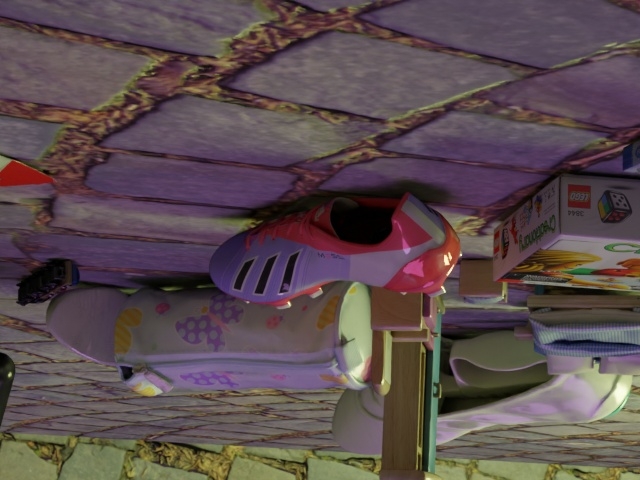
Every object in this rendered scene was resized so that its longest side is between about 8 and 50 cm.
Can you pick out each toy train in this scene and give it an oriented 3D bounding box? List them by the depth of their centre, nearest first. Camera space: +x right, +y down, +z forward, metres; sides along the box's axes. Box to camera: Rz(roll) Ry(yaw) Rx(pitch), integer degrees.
[{"bbox_3d":[-0.270,0.044,1.848,0.036,0.027,0.158,3,169,-22],"label":"toy train"}]

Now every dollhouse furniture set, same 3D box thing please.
[{"bbox_3d":[0.212,0.138,1.793,0.303,0.198,0.286,0,168,9],"label":"dollhouse furniture set"}]

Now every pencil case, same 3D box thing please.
[{"bbox_3d":[-0.071,0.097,1.849,0.273,0.113,0.124,-4,-171,25],"label":"pencil case"}]

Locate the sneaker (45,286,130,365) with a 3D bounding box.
[{"bbox_3d":[-0.211,0.092,1.972,0.212,0.080,0.094,11,177,-39],"label":"sneaker"}]

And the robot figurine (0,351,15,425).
[{"bbox_3d":[-0.427,0.136,1.795,0.209,0.278,0.173,31,-140,16],"label":"robot figurine"}]

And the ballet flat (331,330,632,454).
[{"bbox_3d":[0.158,0.155,2.118,0.400,0.139,0.139,-11,163,34],"label":"ballet flat"}]

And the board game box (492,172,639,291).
[{"bbox_3d":[0.308,0.003,1.473,0.305,0.053,0.193,4,168,-8],"label":"board game box"}]

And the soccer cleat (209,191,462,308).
[{"bbox_3d":[0.000,0.000,1.506,0.248,0.083,0.095,-1,139,38],"label":"soccer cleat"}]

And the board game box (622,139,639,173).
[{"bbox_3d":[0.265,-0.060,1.259,0.090,0.020,0.090,6,169,-18],"label":"board game box"}]

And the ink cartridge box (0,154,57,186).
[{"bbox_3d":[-0.309,-0.043,1.398,0.145,0.045,0.179,-3,164,28],"label":"ink cartridge box"}]
